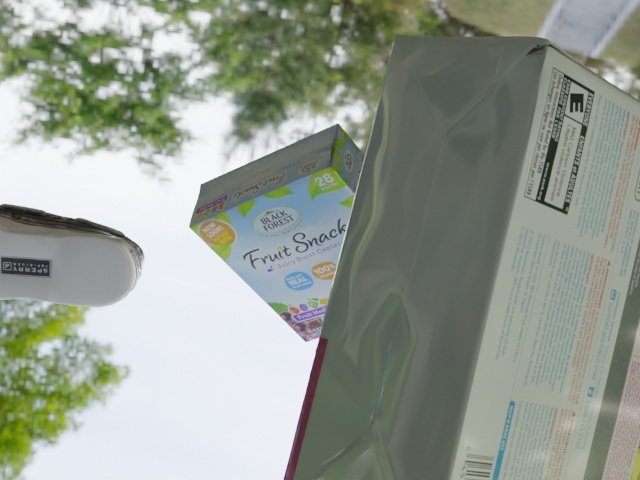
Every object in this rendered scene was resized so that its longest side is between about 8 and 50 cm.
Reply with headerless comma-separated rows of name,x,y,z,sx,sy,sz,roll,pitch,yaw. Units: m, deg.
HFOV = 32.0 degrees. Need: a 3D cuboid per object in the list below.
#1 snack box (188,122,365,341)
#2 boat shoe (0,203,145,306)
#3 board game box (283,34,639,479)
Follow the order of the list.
snack box,0.000,0.000,1.126,0.174,0.207,0.070,-22,-142,29
boat shoe,-0.345,0.007,1.237,0.301,0.108,0.102,5,-168,-1
board game box,0.138,0.049,0.581,0.097,0.224,0.303,11,175,46
